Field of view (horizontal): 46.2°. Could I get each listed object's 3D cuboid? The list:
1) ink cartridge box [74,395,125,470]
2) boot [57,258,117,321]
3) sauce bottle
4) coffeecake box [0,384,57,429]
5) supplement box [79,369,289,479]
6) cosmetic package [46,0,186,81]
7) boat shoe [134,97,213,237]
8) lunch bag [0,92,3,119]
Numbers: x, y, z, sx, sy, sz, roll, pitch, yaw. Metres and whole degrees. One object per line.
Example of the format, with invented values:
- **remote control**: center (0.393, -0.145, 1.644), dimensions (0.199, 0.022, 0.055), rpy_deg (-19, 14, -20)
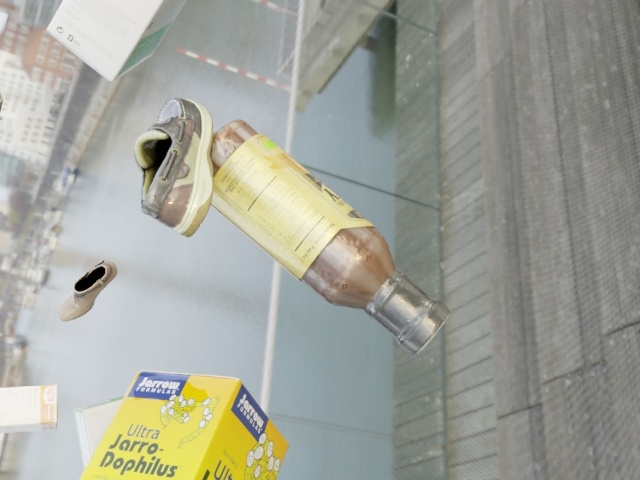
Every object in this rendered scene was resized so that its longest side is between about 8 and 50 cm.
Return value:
- **ink cartridge box**: center (-0.462, 0.458, 1.645), dimensions (0.062, 0.109, 0.209), rpy_deg (-13, 87, 49)
- **boot**: center (-0.348, 0.074, 1.102), dimensions (0.118, 0.042, 0.087), rpy_deg (-47, 0, -8)
- **sauce bottle**: center (0.000, 0.000, 0.893), dimensions (0.111, 0.344, 0.111), rpy_deg (-49, -4, -5)
- **coffeecake box**: center (-0.555, 0.298, 1.306), dimensions (0.142, 0.185, 0.068), rpy_deg (134, 133, -63)
- **supplement box**: center (-0.217, 0.388, 1.056), dimensions (0.195, 0.194, 0.356), rpy_deg (-2, 46, 28)
- **cosmetic package**: center (-0.305, -0.485, 1.321), dimensions (0.365, 0.155, 0.197), rpy_deg (-45, 11, 30)
- **boat shoe**: center (-0.164, -0.096, 0.815), dimensions (0.080, 0.073, 0.223), rpy_deg (-47, 36, 27)
- **lunch bag**: center (-0.718, -0.242, 1.396), dimensions (0.169, 0.287, 0.235), rpy_deg (-35, -19, -50)
